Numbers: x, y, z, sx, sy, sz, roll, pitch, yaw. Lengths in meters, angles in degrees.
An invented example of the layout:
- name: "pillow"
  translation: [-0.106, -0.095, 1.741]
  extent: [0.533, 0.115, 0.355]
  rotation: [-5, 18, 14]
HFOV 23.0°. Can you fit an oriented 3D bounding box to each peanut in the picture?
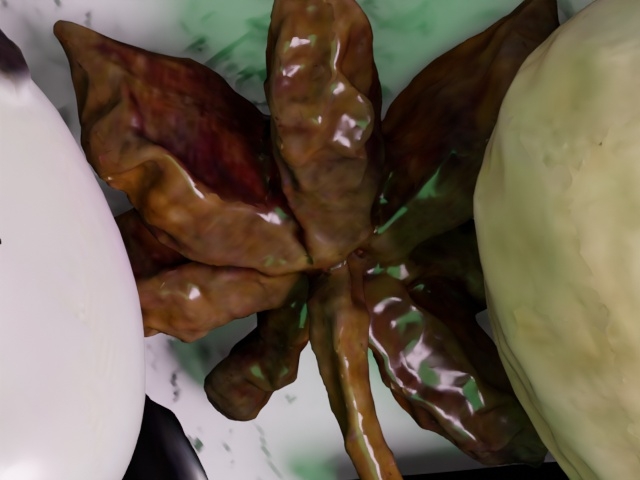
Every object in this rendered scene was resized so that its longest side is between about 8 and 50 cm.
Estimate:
- name: "peanut"
  translation: [0.140, 0.057, 0.479]
  extent: [0.152, 0.152, 0.313]
  rotation: [-22, 116, 13]

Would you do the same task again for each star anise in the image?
- name: "star anise"
  translation: [0.003, -0.006, 0.525]
  extent: [0.212, 0.111, 0.196]
  rotation: [24, 107, 1]

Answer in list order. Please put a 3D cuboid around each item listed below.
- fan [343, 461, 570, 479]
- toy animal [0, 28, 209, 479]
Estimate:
- name: "fan"
  translation: [0.141, 0.090, 0.583]
  extent: [0.282, 0.057, 0.023]
  rotation: [-3, 84, 4]
- name: "toy animal"
  translation: [-0.142, 0.065, 0.456]
  extent: [0.212, 0.212, 0.267]
  rotation: [-11, 135, 9]
